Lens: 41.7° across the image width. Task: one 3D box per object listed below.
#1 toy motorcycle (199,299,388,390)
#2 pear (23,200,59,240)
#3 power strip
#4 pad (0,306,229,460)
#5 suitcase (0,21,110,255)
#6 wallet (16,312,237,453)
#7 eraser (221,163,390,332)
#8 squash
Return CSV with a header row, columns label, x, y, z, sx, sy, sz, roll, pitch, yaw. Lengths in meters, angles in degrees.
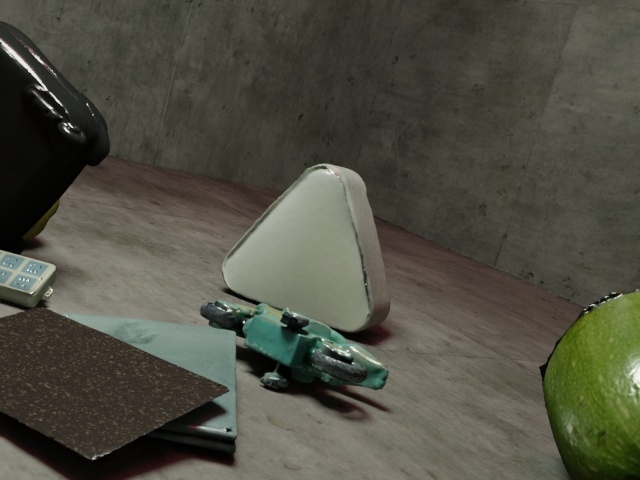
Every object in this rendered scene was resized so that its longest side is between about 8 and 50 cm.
label,x,y,z,sx,sy,sz,roll,pitch,yaw
toy motorcycle,-0.038,0.164,1.294,0.296,0.109,0.198,20,-1,36
pear,-0.577,-0.076,1.600,0.167,0.167,0.136,26,-13,49
power strip,-0.501,0.048,1.284,0.192,0.035,0.081,16,36,4
pad,-0.295,0.150,0.963,0.330,0.004,0.220,17,18,29
suitcase,-0.569,-0.170,1.398,0.339,0.345,0.188,44,12,1
wallet,-0.226,0.168,1.050,0.251,0.054,0.290,9,16,-8
eraser,0.000,0.000,1.670,0.331,0.331,0.150,19,9,20
squash,0.447,0.258,1.067,0.310,0.310,0.309,16,25,3
